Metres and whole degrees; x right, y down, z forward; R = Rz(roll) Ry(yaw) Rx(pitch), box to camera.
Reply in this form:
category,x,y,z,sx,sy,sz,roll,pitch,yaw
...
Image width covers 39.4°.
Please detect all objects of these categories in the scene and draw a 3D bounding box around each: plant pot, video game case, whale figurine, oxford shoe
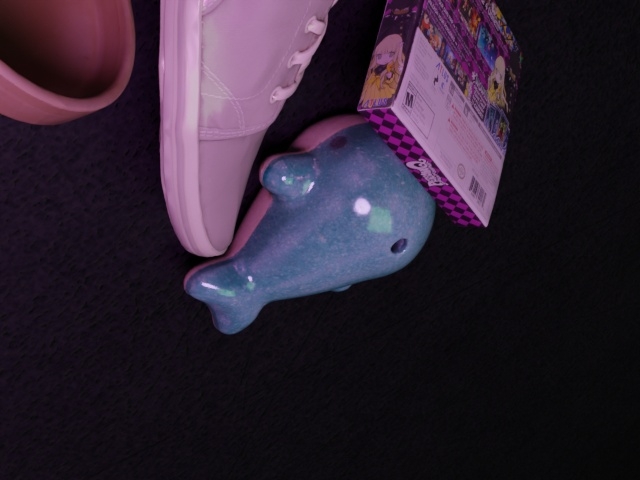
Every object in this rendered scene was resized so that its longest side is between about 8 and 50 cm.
category,x,y,z,sx,sy,sz,roll,pitch,yaw
plant pot,-0.223,-0.169,0.530,0.109,0.237,0.237,-21,145,18
video game case,0.125,-0.154,0.856,0.232,0.042,0.210,40,60,-51
whale figurine,0.000,0.000,0.895,0.272,0.141,0.216,-39,141,-10
oxford shoe,-0.050,-0.167,0.673,0.130,0.169,0.449,6,126,-6
